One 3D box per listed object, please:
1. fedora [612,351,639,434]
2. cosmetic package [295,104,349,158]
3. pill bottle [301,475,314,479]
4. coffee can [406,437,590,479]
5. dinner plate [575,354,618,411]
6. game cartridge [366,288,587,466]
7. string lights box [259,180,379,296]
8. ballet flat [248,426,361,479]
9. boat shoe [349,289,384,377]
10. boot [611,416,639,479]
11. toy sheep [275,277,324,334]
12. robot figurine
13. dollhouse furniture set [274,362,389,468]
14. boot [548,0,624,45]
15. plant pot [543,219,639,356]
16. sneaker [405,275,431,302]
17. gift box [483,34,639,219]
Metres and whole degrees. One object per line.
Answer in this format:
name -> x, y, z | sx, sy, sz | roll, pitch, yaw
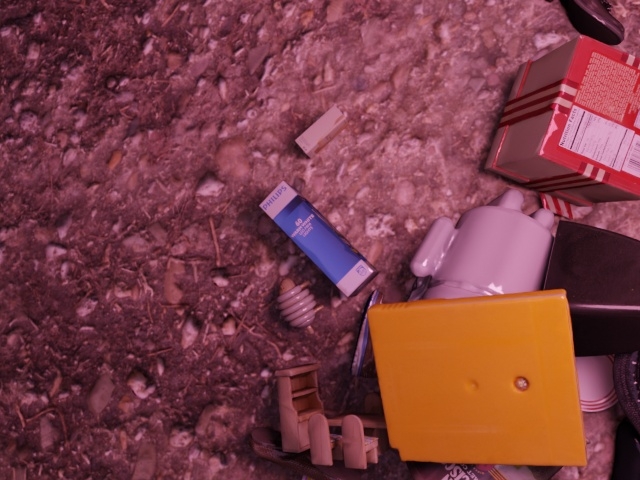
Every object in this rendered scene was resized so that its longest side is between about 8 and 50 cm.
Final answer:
fedora -> 0.699, 0.256, 1.096 | 0.333, 0.152, 0.335 | -2, 83, 15
cosmetic package -> 0.004, -0.234, 1.311 | 0.115, 0.060, 0.041 | -41, 81, 7
pill bottle -> 0.003, 0.513, 1.263 | 0.083, 0.043, 0.044 | 9, 88, 12
coffee can -> 0.326, 0.391, 1.132 | 0.275, 0.201, 0.201 | -45, 80, 4
dinner plate -> 0.530, 0.266, 1.197 | 0.141, 0.017, 0.141 | -1, 85, 10
game cartridge -> 0.255, 0.232, 1.007 | 0.323, 0.052, 0.286 | -6, 99, 24
string lights box -> 0.000, 0.000, 1.256 | 0.077, 0.133, 0.260 | -45, 80, 5
ballet flat -> -0.037, 0.461, 1.262 | 0.249, 0.084, 0.058 | 16, 107, 13
boat shoe -> 0.113, 0.196, 1.260 | 0.066, 0.066, 0.183 | 14, 90, 1
boot -> 0.539, 0.475, 1.139 | 0.207, 0.094, 0.247 | -16, 89, 5
toy sheep -> -0.046, 0.139, 1.281 | 0.091, 0.091, 0.132 | -31, 86, 7
robot figurine -> 0.314, 0.079, 1.128 | 0.299, 0.200, 0.354 | 31, 69, 0
dollhouse furniture set -> 0.041, 0.329, 1.190 | 0.241, 0.212, 0.161 | -9, 83, 35
boot -> 0.578, -0.549, 1.212 | 0.229, 0.091, 0.263 | -41, 78, 6
plant pot -> 0.499, 0.092, 1.056 | 0.166, 0.187, 0.188 | 3, 55, 32
sneaker -> 0.206, 0.150, 1.234 | 0.081, 0.080, 0.211 | 26, 91, 13
gift box -> 0.486, -0.189, 1.125 | 0.276, 0.258, 0.255 | 25, 89, -8
